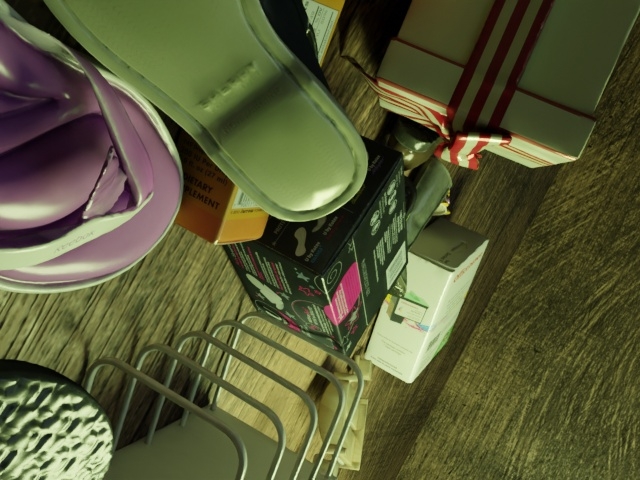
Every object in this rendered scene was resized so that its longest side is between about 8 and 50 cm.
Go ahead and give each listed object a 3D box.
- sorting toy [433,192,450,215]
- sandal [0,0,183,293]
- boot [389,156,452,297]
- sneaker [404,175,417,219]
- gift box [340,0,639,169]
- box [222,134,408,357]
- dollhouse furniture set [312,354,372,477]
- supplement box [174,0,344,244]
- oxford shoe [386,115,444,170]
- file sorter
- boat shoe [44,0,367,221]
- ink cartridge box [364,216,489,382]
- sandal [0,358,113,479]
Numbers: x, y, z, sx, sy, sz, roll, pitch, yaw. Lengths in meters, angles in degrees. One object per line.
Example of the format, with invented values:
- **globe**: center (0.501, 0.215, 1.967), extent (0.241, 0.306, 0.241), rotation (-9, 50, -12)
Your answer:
- **sorting toy**: center (0.227, -0.094, 1.372), extent (0.083, 0.045, 0.075), rotation (54, 46, -67)
- **sandal**: center (-0.173, -0.049, 0.411), extent (0.169, 0.102, 0.416), rotation (-60, 159, -6)
- **boot**: center (0.158, -0.019, 1.267), extent (0.208, 0.076, 0.189), rotation (-62, 162, -21)
- **sneaker**: center (0.061, 0.006, 1.036), extent (0.234, 0.084, 0.097), rotation (-50, 177, -6)
- **gift box**: center (0.185, -0.222, 0.842), extent (0.255, 0.277, 0.258), rotation (-8, 120, -80)
- **box**: center (0.000, 0.000, 0.814), extent (0.163, 0.142, 0.247), rotation (-56, 159, -20)
- **dollhouse furniture set**: center (-0.029, 0.331, 1.266), extent (0.303, 0.174, 0.355), rotation (70, 27, -62)
- **supplement box**: center (-0.062, -0.117, 0.622), extent (0.080, 0.078, 0.233), rotation (-6, 121, -61)
- **oxford shoe**: center (0.156, -0.169, 1.080), extent (0.227, 0.083, 0.096), rotation (-37, 164, -45)
- **file sorter**: center (-0.098, 0.197, 0.757), extent (0.278, 0.193, 0.173), rotation (-10, 123, -64)
- **boat shoe**: center (-0.079, -0.158, 0.462), extent (0.127, 0.113, 0.340), rotation (-34, 130, 11)
- **ink cartridge box**: center (0.214, 0.116, 1.471), extent (0.201, 0.117, 0.278), rotation (-32, 144, -53)
- **sandal**: center (-0.305, 0.133, 0.360), extent (0.446, 0.107, 0.167), rotation (-1, 119, -52)
